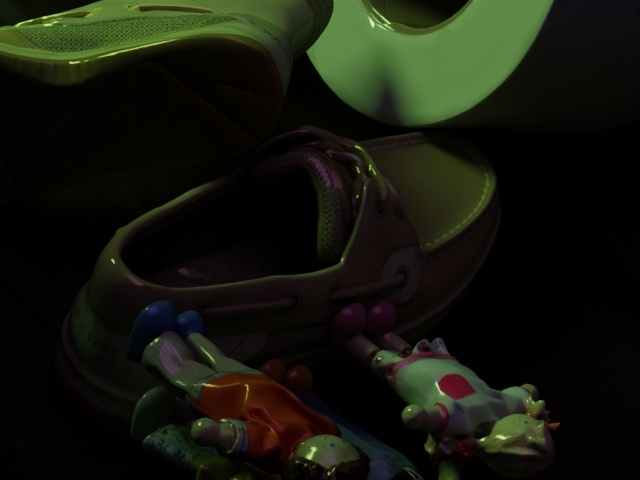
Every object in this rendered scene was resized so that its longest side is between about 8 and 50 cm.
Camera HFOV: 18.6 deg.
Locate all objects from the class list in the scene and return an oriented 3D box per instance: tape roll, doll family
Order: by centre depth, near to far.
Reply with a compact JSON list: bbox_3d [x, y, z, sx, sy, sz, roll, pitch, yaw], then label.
[{"bbox_3d":[0.013,0.121,0.971,0.163,0.118,0.263,38,22,31],"label":"doll family"},{"bbox_3d":[0.118,-0.191,1.247,0.169,0.246,0.246,-1,41,-44],"label":"tape roll"}]

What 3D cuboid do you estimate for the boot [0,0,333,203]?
[{"bbox_3d":[-0.131,-0.106,1.151,0.262,0.095,0.203,-7,21,14],"label":"boot"}]

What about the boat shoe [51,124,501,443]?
[{"bbox_3d":[0.000,0.000,1.090,0.121,0.110,0.341,37,41,21],"label":"boat shoe"}]
